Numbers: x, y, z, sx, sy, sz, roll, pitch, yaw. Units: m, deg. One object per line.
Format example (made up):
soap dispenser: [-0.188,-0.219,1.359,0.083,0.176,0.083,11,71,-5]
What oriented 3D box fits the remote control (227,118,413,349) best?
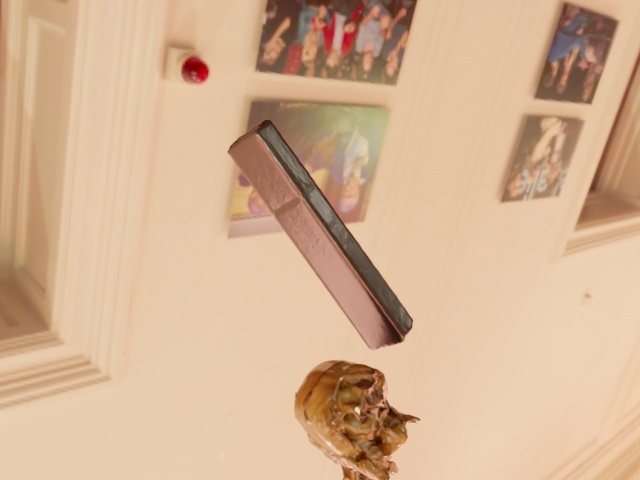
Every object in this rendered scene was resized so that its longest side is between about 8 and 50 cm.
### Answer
remote control: [0.000,0.000,0.627,0.245,0.063,0.025,54,-138,-9]

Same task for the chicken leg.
chicken leg: [0.042,0.183,0.610,0.101,0.207,0.085,17,-121,30]
